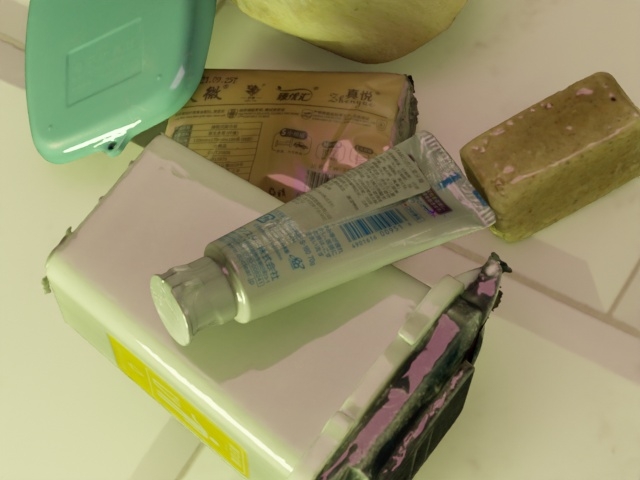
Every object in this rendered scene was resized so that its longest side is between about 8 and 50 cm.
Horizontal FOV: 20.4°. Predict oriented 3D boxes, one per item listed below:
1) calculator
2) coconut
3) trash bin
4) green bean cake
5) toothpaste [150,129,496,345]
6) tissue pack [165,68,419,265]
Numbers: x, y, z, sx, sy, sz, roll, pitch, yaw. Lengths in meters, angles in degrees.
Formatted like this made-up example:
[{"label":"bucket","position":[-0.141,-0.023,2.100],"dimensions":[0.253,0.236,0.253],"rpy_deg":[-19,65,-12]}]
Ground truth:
[{"label":"calculator","position":[-0.223,-0.251,1.950],"dimensions":[0.256,0.054,0.386],"rpy_deg":[-21,54,26]},{"label":"coconut","position":[0.050,-0.338,1.878],"dimensions":[0.328,0.329,0.329],"rpy_deg":[-5,61,9]},{"label":"trash bin","position":[-0.041,0.073,1.643],"dimensions":[0.367,0.256,0.296],"rpy_deg":[35,74,13]},{"label":"green bean cake","position":[0.237,-0.083,1.788],"dimensions":[0.179,0.109,0.085],"rpy_deg":[-28,61,-5]},{"label":"toothpaste","position":[0.000,0.000,1.521],"dimensions":[0.299,0.073,0.114],"rpy_deg":[-25,61,-22]},{"label":"tissue pack","position":[-0.040,-0.077,1.833],"dimensions":[0.256,0.123,0.215],"rpy_deg":[4,60,12]}]
